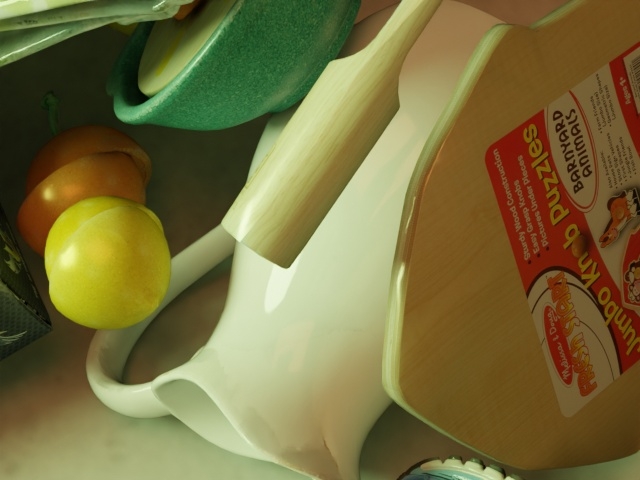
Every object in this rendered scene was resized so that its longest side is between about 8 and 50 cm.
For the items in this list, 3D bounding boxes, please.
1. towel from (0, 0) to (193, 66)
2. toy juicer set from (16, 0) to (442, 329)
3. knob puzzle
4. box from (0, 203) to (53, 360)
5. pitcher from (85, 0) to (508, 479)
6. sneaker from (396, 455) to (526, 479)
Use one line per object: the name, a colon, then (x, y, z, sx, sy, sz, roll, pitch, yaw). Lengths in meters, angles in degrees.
towel: (-0.167, -0.211, 0.783, 0.320, 0.090, 0.374, -17, 52, 27)
toy juicer set: (-0.052, -0.068, 0.728, 0.089, 0.329, 0.209, 33, 75, -21)
knob puzzle: (0.089, 0.003, 0.722, 0.030, 0.213, 0.213, 14, 63, 50)
box: (-0.242, -0.013, 0.828, 0.183, 0.059, 0.233, -30, 58, 3)
pitcher: (0.000, 0.000, 0.784, 0.177, 0.125, 0.207, 16, 69, 41)
sneaker: (0.085, 0.147, 0.721, 0.162, 0.063, 0.073, 38, 78, 24)
